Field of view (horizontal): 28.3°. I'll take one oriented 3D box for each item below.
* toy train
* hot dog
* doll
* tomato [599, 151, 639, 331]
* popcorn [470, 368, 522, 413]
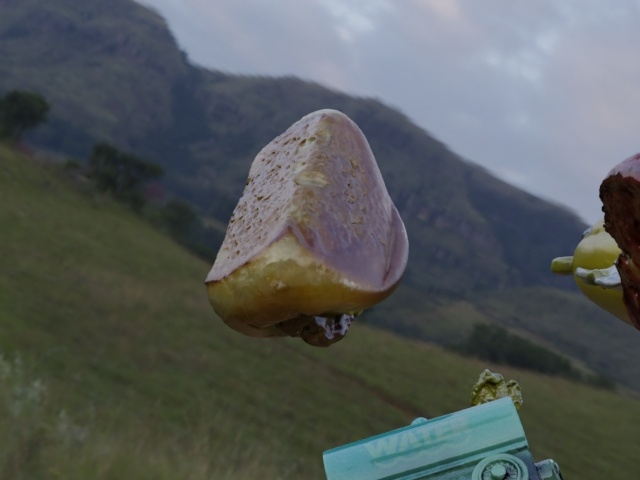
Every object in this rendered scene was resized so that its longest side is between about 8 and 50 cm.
[{"bbox_3d":[0.115,0.244,1.289,0.159,0.248,0.101,-102,175,-47],"label":"toy train"},{"bbox_3d":[-0.002,0.000,1.795,0.223,0.405,0.185,42,-55,-20],"label":"hot dog"},{"bbox_3d":[0.459,0.045,1.424,0.423,0.161,0.348,4,3,16],"label":"doll"},{"bbox_3d":[0.320,0.019,0.948,0.200,0.140,0.233,49,-12,38],"label":"tomato"},{"bbox_3d":[0.212,0.200,1.574,0.068,0.059,0.083,-4,-51,37],"label":"popcorn"}]
